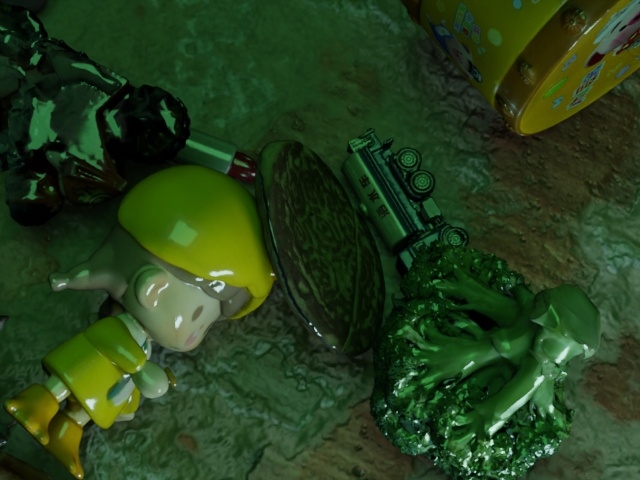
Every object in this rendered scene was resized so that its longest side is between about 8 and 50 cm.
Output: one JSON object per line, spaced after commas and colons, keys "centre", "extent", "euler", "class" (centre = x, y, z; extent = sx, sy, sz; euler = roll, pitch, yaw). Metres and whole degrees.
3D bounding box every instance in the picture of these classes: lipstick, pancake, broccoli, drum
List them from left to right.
{"centre": [-0.151, -0.110, 1.563], "extent": [0.186, 0.063, 0.057], "euler": [21, 67, -6], "class": "lipstick"}
{"centre": [0.001, 0.000, 1.463], "extent": [0.031, 0.250, 0.250], "euler": [-22, 69, 26], "class": "pancake"}
{"centre": [0.172, 0.119, 1.404], "extent": [0.270, 0.270, 0.270], "euler": [17, 57, -29], "class": "broccoli"}
{"centre": [0.308, -0.325, 1.504], "extent": [0.431, 0.431, 0.214], "euler": [-35, 77, -17], "class": "drum"}

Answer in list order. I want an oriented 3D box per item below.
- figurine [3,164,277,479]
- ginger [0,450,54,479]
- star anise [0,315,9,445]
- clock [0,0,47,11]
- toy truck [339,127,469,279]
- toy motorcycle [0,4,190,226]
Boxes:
{"centre": [-0.185, 0.075, 1.407], "extent": [0.187, 0.215, 0.343], "euler": [36, 72, 11], "class": "figurine"}
{"centre": [-0.241, 0.353, 1.360], "extent": [0.166, 0.080, 0.333], "euler": [-12, 69, -53], "class": "ginger"}
{"centre": [-0.437, 0.158, 1.340], "extent": [0.332, 0.118, 0.331], "euler": [-9, 70, 28], "class": "star anise"}
{"centre": [-0.432, -0.381, 1.613], "extent": [0.248, 0.090, 0.227], "euler": [12, 70, -4], "class": "clock"}
{"centre": [0.096, -0.036, 1.552], "extent": [0.088, 0.074, 0.201], "euler": [-27, 75, -10], "class": "toy truck"}
{"centre": [-0.344, -0.150, 1.489], "extent": [0.401, 0.134, 0.207], "euler": [32, 88, 15], "class": "toy motorcycle"}
